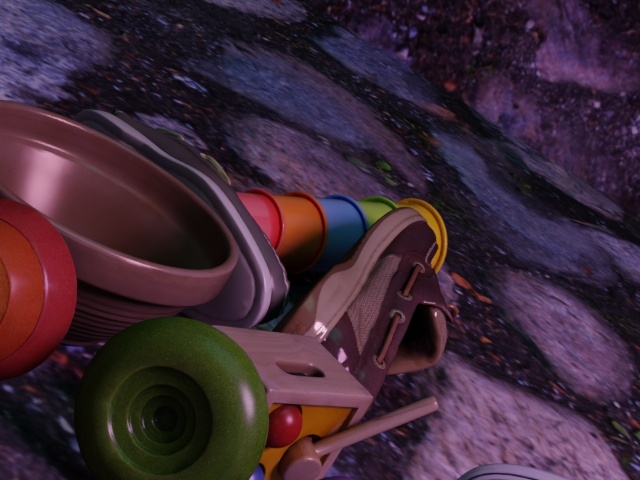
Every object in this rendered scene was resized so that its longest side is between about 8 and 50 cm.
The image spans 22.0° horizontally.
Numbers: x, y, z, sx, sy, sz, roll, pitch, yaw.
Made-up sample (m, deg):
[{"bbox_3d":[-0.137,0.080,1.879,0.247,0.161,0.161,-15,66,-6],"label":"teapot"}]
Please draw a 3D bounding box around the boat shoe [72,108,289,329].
[{"bbox_3d":[-0.113,-0.022,1.420,0.091,0.109,0.305,6,25,-45],"label":"boat shoe"}]

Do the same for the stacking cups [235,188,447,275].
[{"bbox_3d":[0.000,0.000,1.600,0.096,0.096,0.316,41,23,31],"label":"stacking cups"}]

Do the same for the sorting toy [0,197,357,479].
[{"bbox_3d":[-0.126,0.097,0.990,0.365,0.127,0.126,33,6,11],"label":"sorting toy"}]

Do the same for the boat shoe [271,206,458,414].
[{"bbox_3d":[0.053,0.070,1.445,0.123,0.123,0.342,41,21,4],"label":"boat shoe"}]

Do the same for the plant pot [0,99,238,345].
[{"bbox_3d":[-0.189,0.001,1.223,0.237,0.110,0.237,29,16,-9],"label":"plant pot"}]

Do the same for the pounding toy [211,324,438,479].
[{"bbox_3d":[-0.022,0.127,1.111,0.141,0.130,0.100,11,26,-49],"label":"pounding toy"}]

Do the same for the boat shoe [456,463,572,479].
[{"bbox_3d":[0.210,0.273,1.104,0.335,0.121,0.119,39,14,18],"label":"boat shoe"}]
